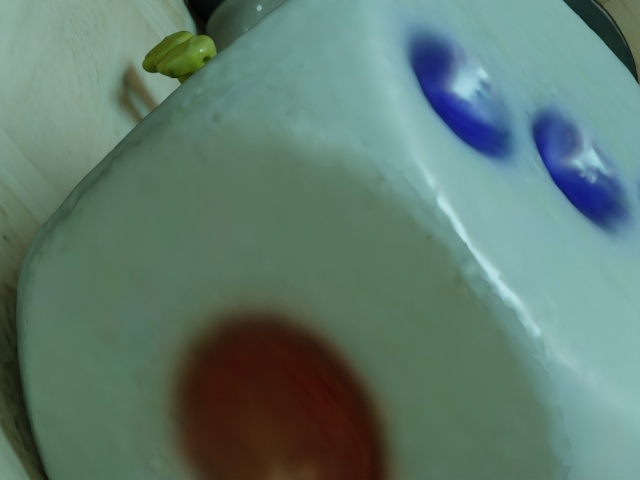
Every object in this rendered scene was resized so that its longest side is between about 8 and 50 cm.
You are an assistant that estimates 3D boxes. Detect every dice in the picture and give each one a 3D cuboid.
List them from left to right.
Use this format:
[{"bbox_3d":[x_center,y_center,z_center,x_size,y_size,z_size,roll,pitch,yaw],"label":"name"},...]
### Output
[{"bbox_3d":[0.033,0.038,0.792,0.259,0.243,0.251,51,31,1],"label":"dice"}]

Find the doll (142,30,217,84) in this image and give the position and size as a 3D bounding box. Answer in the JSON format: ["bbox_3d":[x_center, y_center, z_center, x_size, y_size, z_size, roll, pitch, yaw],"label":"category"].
[{"bbox_3d":[0.000,0.000,1.055,0.293,0.119,0.138,51,-1,-20],"label":"doll"}]

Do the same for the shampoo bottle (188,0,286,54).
[{"bbox_3d":[0.006,-0.081,1.181,0.257,0.078,0.127,51,20,11],"label":"shampoo bottle"}]

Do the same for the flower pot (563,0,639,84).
[{"bbox_3d":[0.121,-0.111,1.434,0.235,0.235,0.148,56,-1,-19],"label":"flower pot"}]
